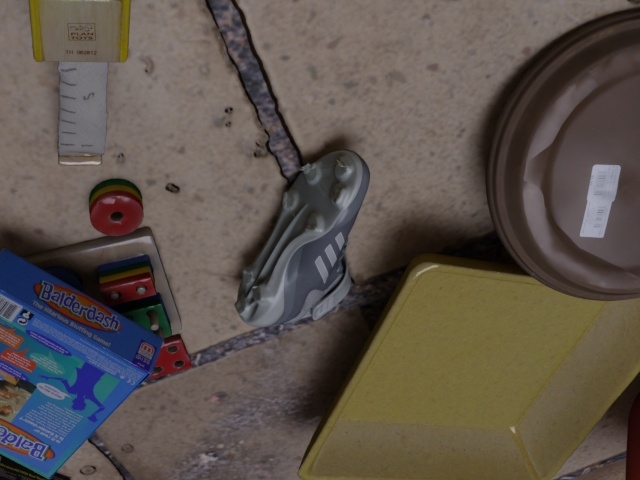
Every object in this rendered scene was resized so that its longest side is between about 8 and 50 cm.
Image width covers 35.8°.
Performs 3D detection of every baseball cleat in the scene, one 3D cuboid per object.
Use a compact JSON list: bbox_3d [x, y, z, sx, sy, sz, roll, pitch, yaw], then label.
[{"bbox_3d":[0.000,0.000,0.917,0.109,0.072,0.206,6,133,-43],"label":"baseball cleat"}]

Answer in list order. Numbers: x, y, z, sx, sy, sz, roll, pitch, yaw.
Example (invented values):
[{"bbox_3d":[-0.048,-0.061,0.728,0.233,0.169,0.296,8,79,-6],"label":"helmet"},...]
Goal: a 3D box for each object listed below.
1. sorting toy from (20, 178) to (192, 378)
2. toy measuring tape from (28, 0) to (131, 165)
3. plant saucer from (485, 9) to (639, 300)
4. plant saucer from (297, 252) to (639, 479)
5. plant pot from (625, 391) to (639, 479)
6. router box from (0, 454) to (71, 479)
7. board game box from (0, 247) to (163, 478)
[{"bbox_3d":[-0.203,0.071,0.922,0.132,0.046,0.274,-13,134,-5],"label":"sorting toy"},{"bbox_3d":[-0.169,-0.177,0.691,0.122,0.121,0.330,-3,155,-14],"label":"toy measuring tape"},{"bbox_3d":[0.286,-0.065,0.889,0.278,0.041,0.277,-3,114,-8],"label":"plant saucer"},{"bbox_3d":[0.171,0.137,1.075,0.333,0.081,0.332,8,129,-24],"label":"plant saucer"},{"bbox_3d":[0.477,0.283,1.153,0.275,0.243,0.274,3,121,5],"label":"plant pot"},{"bbox_3d":[-0.346,0.280,1.076,0.092,0.038,0.122,-41,130,20],"label":"router box"},{"bbox_3d":[-0.263,0.118,0.892,0.160,0.047,0.210,33,127,-17],"label":"board game box"}]
